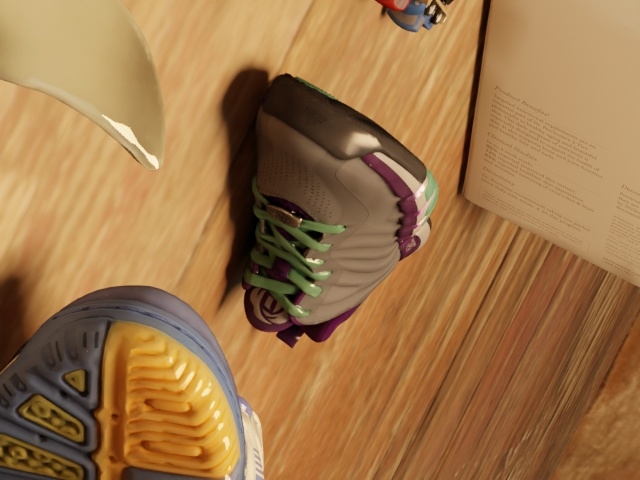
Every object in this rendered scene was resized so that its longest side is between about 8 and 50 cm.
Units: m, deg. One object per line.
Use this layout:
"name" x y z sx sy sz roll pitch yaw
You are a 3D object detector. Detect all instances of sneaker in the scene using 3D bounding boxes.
"sneaker" 0.000 0.000 0.837 0.098 0.083 0.223 -55 164 -6
"sneaker" -0.077 0.093 0.757 0.296 0.112 0.131 99 7 -52

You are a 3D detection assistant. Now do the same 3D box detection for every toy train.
"toy train" 0.037 -0.124 0.836 0.036 0.027 0.158 -59 164 3

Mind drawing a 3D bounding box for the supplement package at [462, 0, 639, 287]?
"supplement package" 0.228 -0.124 1.109 0.198 0.199 0.262 -53 162 -28

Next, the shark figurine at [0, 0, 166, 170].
"shark figurine" -0.143 -0.016 0.355 0.166 0.116 0.278 53 52 -35
